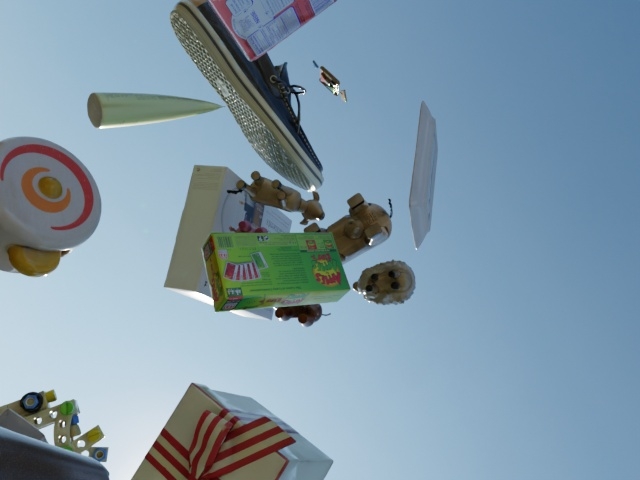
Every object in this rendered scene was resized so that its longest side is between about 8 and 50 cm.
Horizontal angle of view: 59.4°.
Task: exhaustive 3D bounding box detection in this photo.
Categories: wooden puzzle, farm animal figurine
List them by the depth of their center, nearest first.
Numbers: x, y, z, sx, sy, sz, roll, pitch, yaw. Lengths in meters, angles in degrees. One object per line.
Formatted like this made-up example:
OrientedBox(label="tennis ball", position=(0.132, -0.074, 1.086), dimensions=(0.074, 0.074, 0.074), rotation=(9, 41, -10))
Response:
OrientedBox(label="farm animal figurine", position=(0.000, 0.000, 1.130), dimensions=(0.327, 0.172, 0.330), rotation=(-16, -102, 10))
OrientedBox(label="wooden puzzle", position=(0.022, -0.403, 1.431), dimensions=(0.116, 0.078, 0.014), rotation=(43, -100, 13))

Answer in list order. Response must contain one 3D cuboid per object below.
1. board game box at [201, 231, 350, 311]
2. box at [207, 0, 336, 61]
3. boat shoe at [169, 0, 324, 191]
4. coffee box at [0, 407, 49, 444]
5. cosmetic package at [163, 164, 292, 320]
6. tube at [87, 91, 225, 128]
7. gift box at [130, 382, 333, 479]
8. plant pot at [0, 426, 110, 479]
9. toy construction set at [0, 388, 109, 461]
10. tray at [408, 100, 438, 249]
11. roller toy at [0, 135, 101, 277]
OrientedBox(label="board game box", position=(-0.057, 0.038, 0.742), dimensions=(0.043, 0.181, 0.092), rotation=(-48, -129, 48))
OrientedBox(label="box", position=(-0.105, -0.370, 0.660), dimensions=(0.154, 0.300, 0.142), rotation=(-35, -107, 5))
OrientedBox(label="boat shoe", position=(-0.123, -0.325, 1.247), dimensions=(0.500, 0.156, 0.187), rotation=(55, -20, -21))
OrientedBox(label="coffee box", position=(-0.497, 0.414, 0.921), dimensions=(0.098, 0.141, 0.246), rotation=(22, -43, 23))
OrientedBox(label="cosmetic package", position=(-0.204, 0.022, 1.361), dimensions=(0.097, 0.377, 0.284), rotation=(7, -103, 22))
OrientedBox(label="tube", position=(-0.298, -0.242, 1.031), dimensions=(0.070, 0.240, 0.062), rotation=(55, -46, 19))
OrientedBox(label="gift box", position=(-0.136, 0.404, 0.948), dimensions=(0.276, 0.258, 0.255), rotation=(22, -100, 29))
OrientedBox(label="plant pot", position=(-0.251, 0.207, 0.407), dimensions=(0.167, 0.165, 0.167), rotation=(-14, -122, 23))
OrientedBox(label="toy construction set", position=(-0.664, 0.460, 1.262), dimensions=(0.151, 0.328, 0.215), rotation=(-37, -107, 52))
OrientedBox(label="tray", position=(0.204, -0.130, 1.091), dimensions=(0.030, 0.145, 0.270), rotation=(1, -125, 17))
OrientedBox(label="roller toy", position=(-0.452, -0.055, 0.873), dimensions=(0.146, 0.209, 0.191), rotation=(-27, -67, 32))
